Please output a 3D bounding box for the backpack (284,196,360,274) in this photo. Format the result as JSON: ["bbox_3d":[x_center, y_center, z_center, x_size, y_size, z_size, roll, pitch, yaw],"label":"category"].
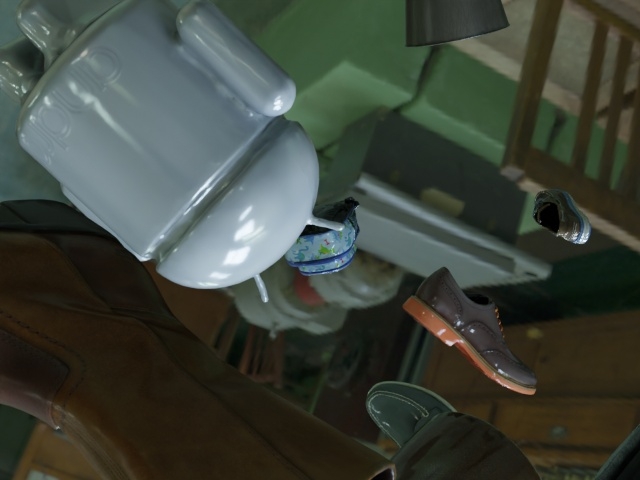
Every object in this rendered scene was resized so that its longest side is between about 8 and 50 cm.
[{"bbox_3d":[0.000,0.000,1.367,0.105,0.114,0.084,-8,109,17],"label":"backpack"}]

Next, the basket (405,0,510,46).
[{"bbox_3d":[0.242,-0.499,1.872,0.205,0.226,0.154,-11,-163,0],"label":"basket"}]

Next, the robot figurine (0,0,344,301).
[{"bbox_3d":[-0.145,-0.094,0.952,0.353,0.199,0.300,43,134,-5],"label":"robot figurine"}]

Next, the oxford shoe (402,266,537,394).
[{"bbox_3d":[0.252,0.143,1.509,0.271,0.098,0.097,38,179,-26],"label":"oxford shoe"}]

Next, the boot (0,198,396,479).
[{"bbox_3d":[-0.135,0.087,0.481,0.280,0.096,0.264,36,-160,28],"label":"boot"}]

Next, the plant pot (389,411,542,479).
[{"bbox_3d":[0.119,0.350,1.160,0.215,0.230,0.215,27,130,38],"label":"plant pot"}]

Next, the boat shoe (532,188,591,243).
[{"bbox_3d":[0.425,-0.053,1.802,0.066,0.066,0.183,10,-162,-16],"label":"boat shoe"}]

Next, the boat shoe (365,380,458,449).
[{"bbox_3d":[0.203,0.357,1.738,0.319,0.116,0.099,34,-159,21],"label":"boat shoe"}]

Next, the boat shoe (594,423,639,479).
[{"bbox_3d":[0.125,0.144,0.376,0.108,0.102,0.301,-1,-162,37],"label":"boat shoe"}]
